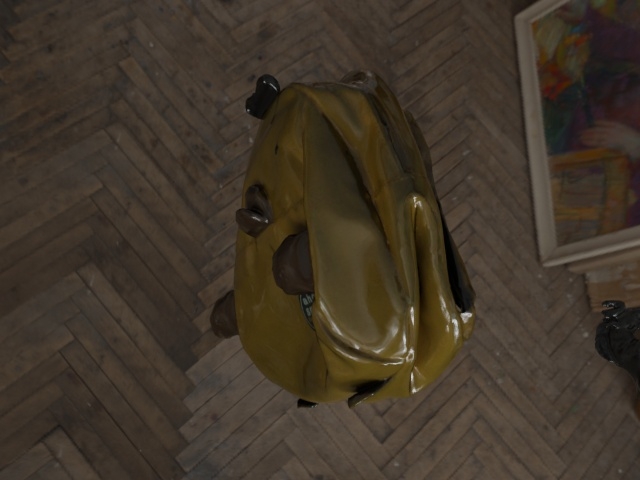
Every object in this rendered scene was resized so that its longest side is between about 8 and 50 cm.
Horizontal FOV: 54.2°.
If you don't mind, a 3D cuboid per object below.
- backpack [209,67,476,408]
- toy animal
[{"bbox_3d":[0.005,0.000,0.715,0.201,0.353,0.378,-4,72,-26],"label":"backpack"},{"bbox_3d":[0.511,0.192,0.946,0.148,0.084,0.232,-14,51,5],"label":"toy animal"}]
